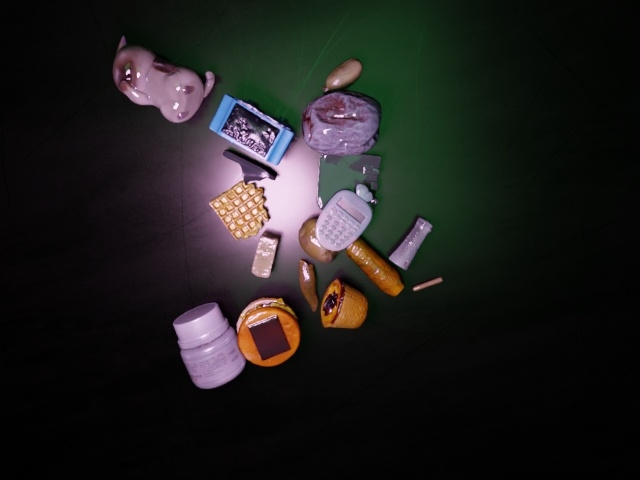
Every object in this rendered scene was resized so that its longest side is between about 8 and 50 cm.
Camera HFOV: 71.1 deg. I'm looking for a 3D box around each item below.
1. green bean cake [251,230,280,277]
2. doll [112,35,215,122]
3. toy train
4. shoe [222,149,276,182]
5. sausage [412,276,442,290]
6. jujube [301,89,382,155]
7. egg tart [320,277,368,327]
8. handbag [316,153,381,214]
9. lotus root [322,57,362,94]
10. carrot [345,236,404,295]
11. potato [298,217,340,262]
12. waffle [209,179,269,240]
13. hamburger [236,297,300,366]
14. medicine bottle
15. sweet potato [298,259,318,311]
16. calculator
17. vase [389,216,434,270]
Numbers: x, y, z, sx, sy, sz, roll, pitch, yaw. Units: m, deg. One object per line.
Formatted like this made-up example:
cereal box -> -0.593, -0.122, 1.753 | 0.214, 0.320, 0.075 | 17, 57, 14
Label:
green bean cake -> -0.230, 0.059, 1.897 | 0.085, 0.109, 0.179 | 15, 103, -2
doll -> -0.616, -0.600, 1.707 | 0.370, 0.226, 0.215 | 18, 137, -7
toy train -> -0.244, -0.417, 1.711 | 0.300, 0.265, 0.188 | 29, 102, -7
shoe -> -0.296, -0.283, 1.825 | 0.241, 0.108, 0.093 | 28, 102, 2
sausage -> 0.467, 0.192, 1.953 | 0.132, 0.024, 0.024 | -21, 101, 5
jujube -> 0.075, -0.444, 1.719 | 0.308, 0.215, 0.246 | 9, 80, 7
egg tart -> 0.096, 0.277, 1.902 | 0.171, 0.215, 0.215 | 18, 103, -19
handbag -> 0.118, -0.240, 1.838 | 0.260, 0.079, 0.247 | 6, 103, -1
lotus root -> 0.082, -0.637, 1.742 | 0.183, 0.090, 0.077 | -35, 127, 11
carrot -> 0.227, 0.109, 1.896 | 0.302, 0.114, 0.114 | 43, 100, -5
potato -> 0.000, -0.001, 1.869 | 0.200, 0.137, 0.154 | 37, 74, -7
waffle -> -0.313, -0.131, 1.882 | 0.219, 0.057, 0.229 | -34, 100, 8
hamburger -> -0.225, 0.380, 1.910 | 0.291, 0.225, 0.291 | -1, 102, -6
medicine bottle -> -0.477, 0.446, 1.921 | 0.245, 0.245, 0.306 | -18, 101, 5
sweet potato -> -0.048, 0.202, 1.942 | 0.077, 0.077, 0.243 | -10, 101, 4
calculator -> 0.100, -0.093, 1.792 | 0.184, 0.042, 0.295 | 39, 87, -9
vase -> 0.387, 0.011, 1.883 | 0.096, 0.096, 0.219 | 32, 99, -6
